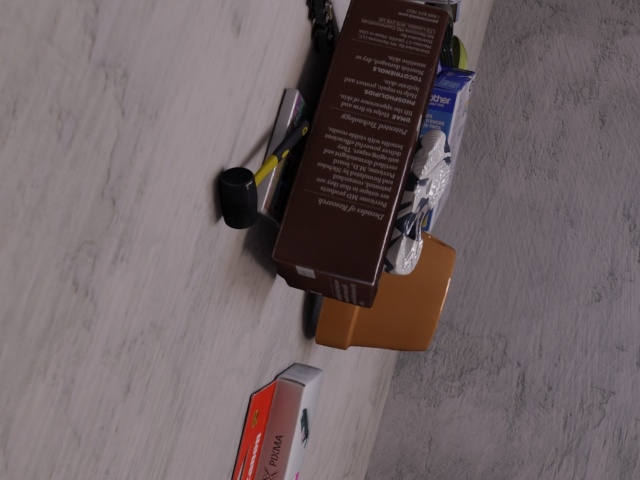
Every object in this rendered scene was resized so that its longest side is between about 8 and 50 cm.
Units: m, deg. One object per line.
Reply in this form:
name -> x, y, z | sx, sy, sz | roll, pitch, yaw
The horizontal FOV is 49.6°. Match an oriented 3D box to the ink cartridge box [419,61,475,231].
ink cartridge box -> 0.253, -0.259, 1.629 | 0.270, 0.151, 0.395 | -48, 151, -61

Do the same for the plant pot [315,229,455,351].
plant pot -> 0.128, 0.084, 1.296 | 0.291, 0.203, 0.290 | 17, 90, -83

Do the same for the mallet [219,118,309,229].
mallet -> -0.057, -0.079, 0.787 | 0.189, 0.039, 0.062 | -51, 152, -52

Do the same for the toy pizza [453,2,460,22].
toy pizza -> 0.336, -0.655, 1.752 | 0.201, 0.032, 0.201 | 2, 90, -84

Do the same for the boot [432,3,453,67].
boot -> 0.298, -0.522, 1.712 | 0.246, 0.083, 0.161 | 85, 13, -64

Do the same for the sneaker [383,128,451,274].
sneaker -> 0.105, -0.073, 1.100 | 0.094, 0.153, 0.235 | 11, 96, -55

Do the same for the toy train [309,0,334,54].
toy train -> 0.002, -0.295, 0.854 | 0.158, 0.027, 0.036 | 80, 24, -60

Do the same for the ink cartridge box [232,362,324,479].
ink cartridge box -> -0.076, 0.358, 1.138 | 0.239, 0.060, 0.275 | -7, 110, -77

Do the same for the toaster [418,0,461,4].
toaster -> 0.170, -0.468, 1.096 | 0.129, 0.146, 0.227 | -57, 157, -52

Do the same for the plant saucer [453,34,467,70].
plant saucer -> 0.331, -0.415, 1.824 | 0.241, 0.037, 0.241 | -168, -90, -78

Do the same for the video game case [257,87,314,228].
video game case -> -0.041, -0.099, 0.899 | 0.143, 0.019, 0.157 | 40, 66, -75

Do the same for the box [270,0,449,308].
box -> 0.058, -0.116, 0.940 | 0.191, 0.143, 0.381 | 76, 32, -76
